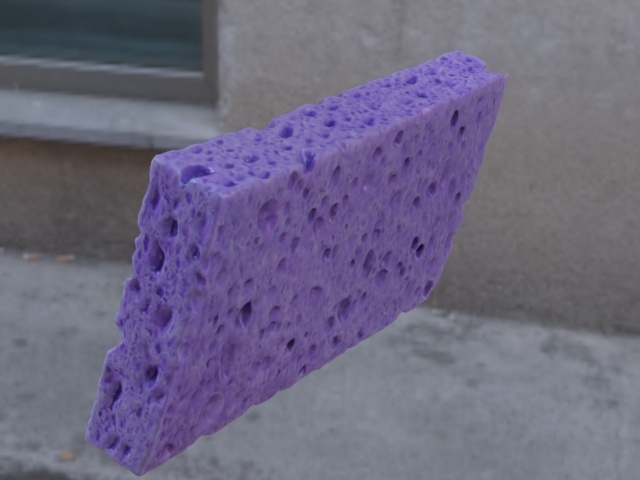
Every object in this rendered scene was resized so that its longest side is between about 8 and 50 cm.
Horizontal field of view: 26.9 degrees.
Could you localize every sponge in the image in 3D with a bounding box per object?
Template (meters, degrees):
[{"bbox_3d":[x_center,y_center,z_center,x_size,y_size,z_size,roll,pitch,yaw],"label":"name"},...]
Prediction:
[{"bbox_3d":[0.000,0.000,0.520,0.031,0.117,0.210,30,30,23],"label":"sponge"}]
